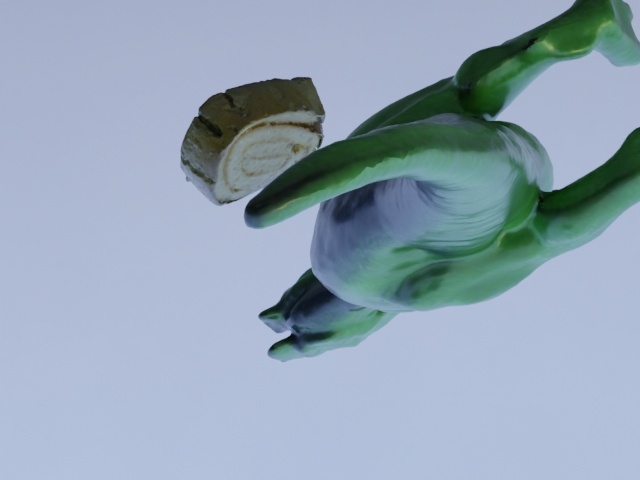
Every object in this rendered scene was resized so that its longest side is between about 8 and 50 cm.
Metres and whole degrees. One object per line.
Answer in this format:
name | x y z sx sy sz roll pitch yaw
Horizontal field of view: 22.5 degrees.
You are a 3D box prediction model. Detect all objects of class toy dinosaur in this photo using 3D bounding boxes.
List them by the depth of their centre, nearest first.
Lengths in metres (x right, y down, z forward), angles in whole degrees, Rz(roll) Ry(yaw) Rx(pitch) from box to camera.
toy dinosaur | 0.000 0.000 0.841 0.374 0.144 0.500 -32 169 35

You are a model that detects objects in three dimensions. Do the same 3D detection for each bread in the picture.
bread | -0.062 -0.099 1.542 0.156 0.117 0.064 -18 -122 -42
